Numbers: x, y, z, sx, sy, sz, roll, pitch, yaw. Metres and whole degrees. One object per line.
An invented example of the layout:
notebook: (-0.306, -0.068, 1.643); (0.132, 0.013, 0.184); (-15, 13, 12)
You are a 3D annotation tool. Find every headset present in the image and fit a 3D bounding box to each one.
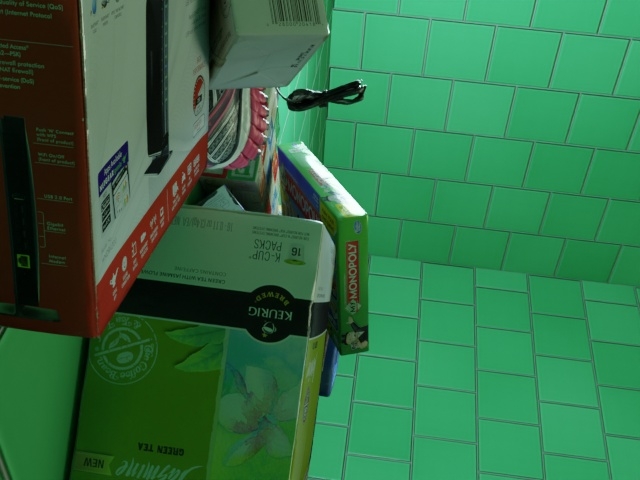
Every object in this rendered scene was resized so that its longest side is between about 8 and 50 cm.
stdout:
headset: (-0.038, -0.399, 1.292); (0.243, 0.185, 0.394); (-79, 162, -76)

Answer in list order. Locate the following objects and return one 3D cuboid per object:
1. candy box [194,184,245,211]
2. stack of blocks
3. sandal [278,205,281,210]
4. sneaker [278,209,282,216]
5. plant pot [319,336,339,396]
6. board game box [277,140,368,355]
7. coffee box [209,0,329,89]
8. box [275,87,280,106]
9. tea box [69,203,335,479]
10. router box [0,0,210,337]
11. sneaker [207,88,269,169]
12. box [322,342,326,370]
candy box: (-0.098, 0.034, 1.212); (0.070, 0.196, 0.165); (-37, 169, -6)
stack of blocks: (-0.119, -0.119, 1.352); (0.297, 0.087, 0.171); (86, 11, -70)
sandal: (-0.098, -0.060, 1.986); (0.180, 0.072, 0.049); (-63, 144, -83)
sneaker: (-0.121, -0.008, 1.684); (0.118, 0.107, 0.279); (-64, 178, 10)
plant pot: (-0.058, 0.208, 1.930); (0.236, 0.212, 0.236); (-56, 152, -82)
board game box: (0.000, 0.000, 1.263); (0.317, 0.046, 0.213); (-126, -151, -60)
coffee box: (-0.075, -0.293, 0.840); (0.141, 0.098, 0.246); (149, -67, -67)
box: (-0.116, -0.227, 1.565); (0.184, 0.045, 0.190); (51, 47, -82)
tea box: (-0.110, 0.138, 0.941); (0.329, 0.220, 0.323); (56, 40, -84)
router box: (-0.164, -0.139, 0.659); (0.335, 0.082, 0.301); (-76, 172, -63)
sneaker: (-0.125, -0.232, 0.943); (0.112, 0.121, 0.299); (-1, 87, -44)
box: (-0.080, 0.108, 1.484); (0.168, 0.203, 0.167); (-76, 173, -57)
